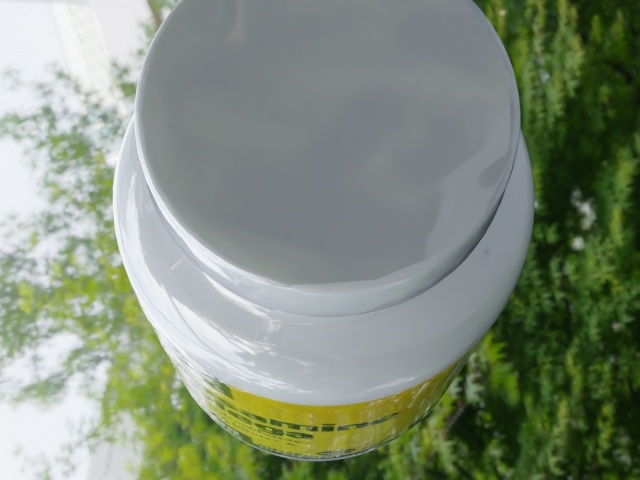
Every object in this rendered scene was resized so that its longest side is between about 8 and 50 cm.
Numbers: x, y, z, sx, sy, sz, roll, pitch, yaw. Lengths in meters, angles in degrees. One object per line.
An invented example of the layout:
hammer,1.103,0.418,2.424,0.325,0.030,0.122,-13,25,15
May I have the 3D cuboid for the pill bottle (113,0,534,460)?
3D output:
pill bottle,0.000,0.000,0.576,0.334,0.188,0.187,92,171,-73
